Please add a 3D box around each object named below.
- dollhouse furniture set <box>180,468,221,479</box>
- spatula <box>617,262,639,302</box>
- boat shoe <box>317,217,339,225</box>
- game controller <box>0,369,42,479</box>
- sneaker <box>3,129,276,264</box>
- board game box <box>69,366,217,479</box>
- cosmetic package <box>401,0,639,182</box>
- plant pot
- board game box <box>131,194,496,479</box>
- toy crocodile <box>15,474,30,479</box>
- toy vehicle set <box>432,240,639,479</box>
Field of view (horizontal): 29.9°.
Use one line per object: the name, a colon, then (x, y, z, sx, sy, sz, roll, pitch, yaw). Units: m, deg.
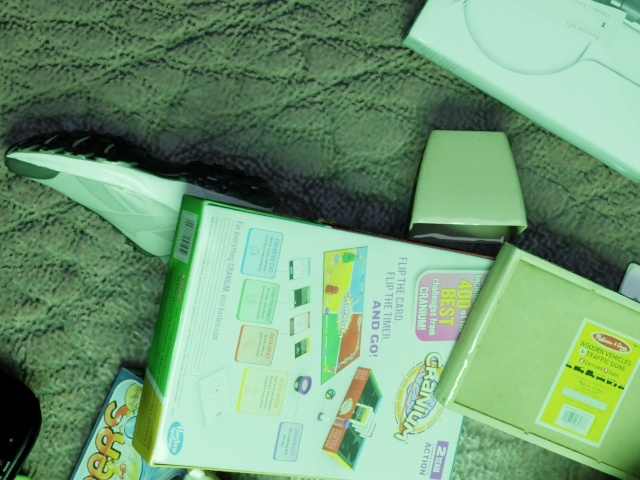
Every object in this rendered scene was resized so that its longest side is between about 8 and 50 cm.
dollhouse furniture set: (-0.065, 0.310, 1.075, 0.355, 0.174, 0.303, 42, 88, -14)
spatula: (0.407, 0.020, 1.217, 0.168, 0.019, 0.242, 22, 92, 5)
boat shoe: (0.000, 0.000, 1.199, 0.135, 0.050, 0.045, 0, 98, 0)
game controller: (-0.397, 0.263, 1.154, 0.166, 0.067, 0.319, 20, 74, 33)
sneaker: (-0.185, -0.037, 1.177, 0.271, 0.100, 0.108, 18, 110, 3)
board game box: (-0.182, 0.245, 1.191, 0.136, 0.035, 0.201, 26, 93, 29)
cosmetic package: (0.296, -0.286, 1.163, 0.284, 0.097, 0.377, 30, 93, -4)
plant pot: (0.141, -0.053, 1.174, 0.108, 0.109, 0.096, 2, 80, 0)
board game box: (0.001, 0.104, 1.135, 0.316, 0.064, 0.242, 11, 93, -26)
toy crocodile: (-0.362, 0.392, 1.170, 0.115, 0.105, 0.341, 15, 75, 5)
toy vehicle set: (0.261, 0.129, 1.165, 0.266, 0.035, 0.166, 24, 95, -15)
